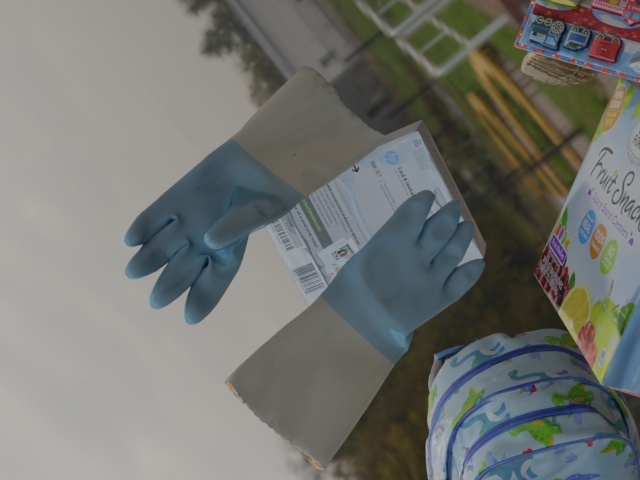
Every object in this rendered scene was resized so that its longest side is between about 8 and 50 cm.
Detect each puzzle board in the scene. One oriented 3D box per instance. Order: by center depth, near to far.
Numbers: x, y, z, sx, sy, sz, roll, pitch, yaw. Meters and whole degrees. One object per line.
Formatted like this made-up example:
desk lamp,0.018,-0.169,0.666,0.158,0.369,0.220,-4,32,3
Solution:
puzzle board,0.207,-0.161,0.884,0.128,0.096,0.011,21,-179,25

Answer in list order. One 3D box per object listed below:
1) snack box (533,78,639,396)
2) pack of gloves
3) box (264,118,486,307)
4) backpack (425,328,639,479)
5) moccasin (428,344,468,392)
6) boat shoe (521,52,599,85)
snack box,0.232,-0.007,0.908,0.070,0.175,0.207,17,-162,-10
pack of gloves,0.000,0.000,0.846,0.195,0.232,0.046,41,146,4
box,0.047,-0.017,1.264,0.145,0.186,0.038,61,-158,-16
backpack,0.256,0.272,1.504,0.273,0.290,0.356,-86,-14,-71
moccasin,0.236,0.306,1.755,0.342,0.137,0.117,52,-153,-15
boat shoe,0.231,-0.186,1.143,0.063,0.059,0.170,20,165,-12
